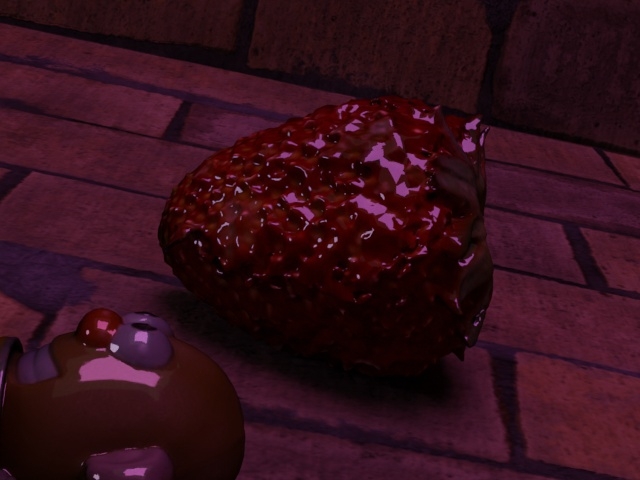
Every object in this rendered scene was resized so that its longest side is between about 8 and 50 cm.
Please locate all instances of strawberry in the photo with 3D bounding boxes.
[{"bbox_3d":[0.000,-0.001,1.610,0.343,0.292,0.292,-4,14,6],"label":"strawberry"}]

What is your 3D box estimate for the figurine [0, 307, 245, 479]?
[{"bbox_3d":[-0.192,0.127,1.095,0.284,0.167,0.342,4,37,-2],"label":"figurine"}]
